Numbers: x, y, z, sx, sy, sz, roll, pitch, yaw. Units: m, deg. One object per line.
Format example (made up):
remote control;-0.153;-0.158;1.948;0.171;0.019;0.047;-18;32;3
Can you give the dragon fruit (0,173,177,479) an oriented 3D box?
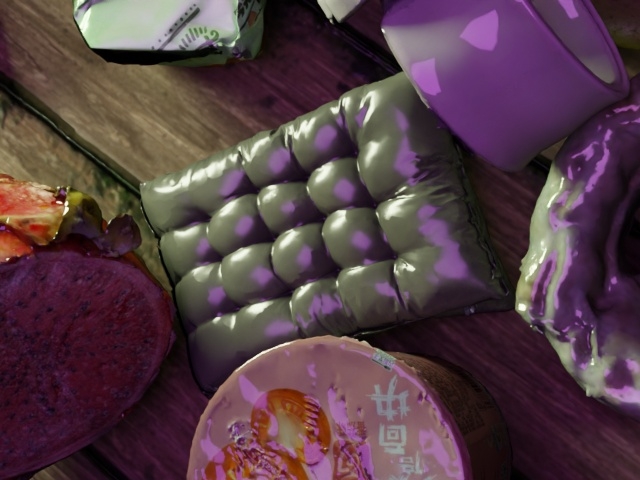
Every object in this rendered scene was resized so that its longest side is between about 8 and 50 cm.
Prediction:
dragon fruit;-0.324;0.049;1.348;0.314;0.296;0.263;-33;49;-8

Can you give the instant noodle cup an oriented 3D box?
instant noodle cup;0.043;0.194;1.228;0.243;0.231;0.243;0;90;21

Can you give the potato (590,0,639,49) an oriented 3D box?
potato;0.288;-0.228;1.174;0.194;0.157;0.157;20;97;19

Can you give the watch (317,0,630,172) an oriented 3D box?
watch;0.119;-0.169;1.089;0.211;0.248;0.217;-35;100;22

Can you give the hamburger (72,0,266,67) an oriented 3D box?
hamburger;-0.153;-0.264;1.362;0.235;0.125;0.214;-2;84;18

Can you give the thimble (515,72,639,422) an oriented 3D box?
thimble;0.305;0.012;1.143;0.292;0.195;0.291;0;89;22

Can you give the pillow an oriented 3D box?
pillow;0.000;0.000;1.318;0.326;0.101;0.228;-21;80;19
